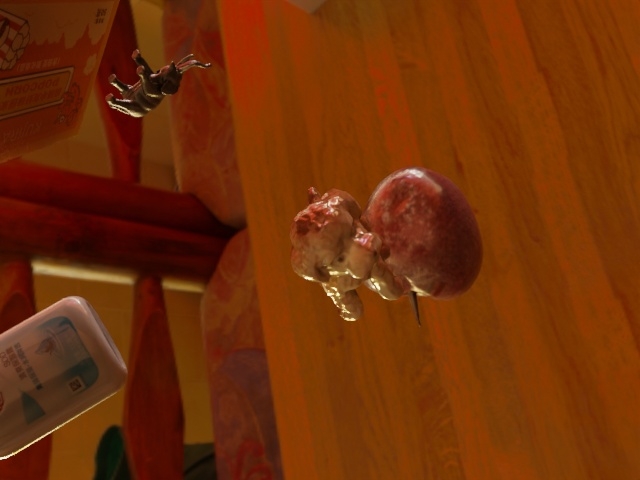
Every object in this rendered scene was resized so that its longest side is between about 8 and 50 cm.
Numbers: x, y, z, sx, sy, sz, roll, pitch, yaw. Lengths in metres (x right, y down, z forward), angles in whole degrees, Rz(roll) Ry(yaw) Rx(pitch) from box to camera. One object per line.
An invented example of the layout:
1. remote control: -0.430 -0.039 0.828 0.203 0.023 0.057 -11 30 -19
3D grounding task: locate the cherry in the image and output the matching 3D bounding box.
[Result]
1. cherry: 0.174 0.012 1.249 0.235 0.213 0.286 -5 83 16

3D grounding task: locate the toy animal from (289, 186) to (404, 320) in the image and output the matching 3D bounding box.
1. toy animal: 0.002 -0.015 0.764 0.104 0.185 0.184 -36 66 9

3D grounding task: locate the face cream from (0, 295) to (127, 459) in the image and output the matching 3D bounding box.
1. face cream: -0.460 0.225 0.995 0.336 0.080 0.163 -30 84 -10

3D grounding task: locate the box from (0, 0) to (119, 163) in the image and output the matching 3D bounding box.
1. box: -0.400 -0.214 0.691 0.259 0.283 0.214 29 114 1

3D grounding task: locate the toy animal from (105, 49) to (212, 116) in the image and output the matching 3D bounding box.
1. toy animal: -0.416 -0.403 1.717 0.269 0.137 0.082 -31 56 12
